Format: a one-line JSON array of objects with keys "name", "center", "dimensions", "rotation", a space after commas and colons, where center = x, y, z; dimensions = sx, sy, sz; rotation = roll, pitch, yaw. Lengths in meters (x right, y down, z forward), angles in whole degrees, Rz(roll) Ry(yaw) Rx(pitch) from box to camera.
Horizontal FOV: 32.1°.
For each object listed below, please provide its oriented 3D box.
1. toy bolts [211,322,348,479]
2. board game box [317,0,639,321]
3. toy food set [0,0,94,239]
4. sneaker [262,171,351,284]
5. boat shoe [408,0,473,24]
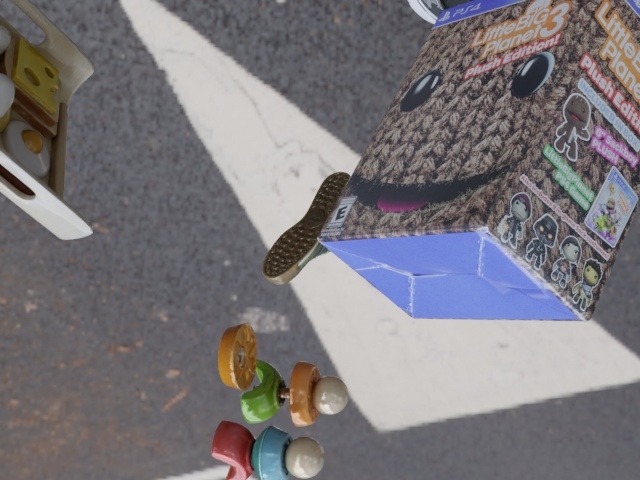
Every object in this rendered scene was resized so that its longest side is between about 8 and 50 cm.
[{"name": "toy bolts", "center": [-0.059, 0.249, 1.661], "dimensions": [0.158, 0.228, 0.218], "rotation": [0, 138, 18]}, {"name": "board game box", "center": [0.171, -0.083, 1.020], "dimensions": [0.141, 0.291, 0.232], "rotation": [40, 156, -27]}, {"name": "toy food set", "center": [-0.330, -0.168, 1.227], "dimensions": [0.092, 0.306, 0.220], "rotation": [-29, 132, 19]}, {"name": "sneaker", "center": [0.000, 0.000, 1.588], "dimensions": [0.064, 0.192, 0.086], "rotation": [23, 160, 40]}, {"name": "boat shoe", "center": [0.130, -0.308, 1.199], "dimensions": [0.076, 0.080, 0.228], "rotation": [30, 163, 40]}]
